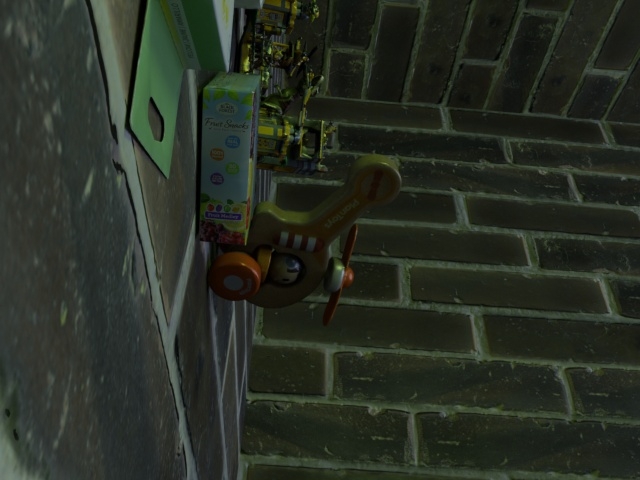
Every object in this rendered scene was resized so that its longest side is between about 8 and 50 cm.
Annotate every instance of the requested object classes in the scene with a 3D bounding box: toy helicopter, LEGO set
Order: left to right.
[{"bbox_3d":[-0.043,-0.258,1.083,0.255,0.192,0.330,138,-45,-66],"label":"LEGO set"},{"bbox_3d":[0.000,0.000,1.004,0.355,0.235,0.140,-40,-154,25],"label":"toy helicopter"}]

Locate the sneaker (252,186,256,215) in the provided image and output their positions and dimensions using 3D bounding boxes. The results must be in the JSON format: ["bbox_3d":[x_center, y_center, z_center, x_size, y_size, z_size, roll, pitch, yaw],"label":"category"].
[{"bbox_3d":[-0.144,-0.095,1.062,0.192,0.065,0.086,99,-13,-56],"label":"sneaker"}]

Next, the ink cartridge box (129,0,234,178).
[{"bbox_3d":[-0.114,-0.186,0.545,0.171,0.056,0.234,117,-24,-81],"label":"ink cartridge box"}]

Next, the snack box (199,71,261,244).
[{"bbox_3d":[-0.124,-0.121,0.862,0.174,0.070,0.206,-96,-168,-69],"label":"snack box"}]

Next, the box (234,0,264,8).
[{"bbox_3d":[-0.108,-0.424,0.955,0.324,0.067,0.063,-92,-172,-58],"label":"box"}]
